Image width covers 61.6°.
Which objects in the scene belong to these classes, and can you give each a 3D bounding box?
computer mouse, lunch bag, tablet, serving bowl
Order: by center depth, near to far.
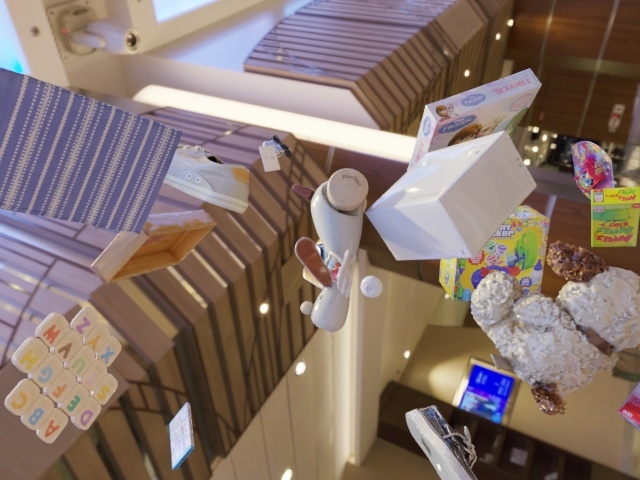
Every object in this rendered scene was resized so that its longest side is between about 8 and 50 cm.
[{"bbox_3d":[-0.162,-0.262,1.712,0.054,0.006,0.083,-13,-93,-30],"label":"tablet"},{"bbox_3d":[0.182,0.171,1.936,0.027,0.083,0.083,-35,-43,-63],"label":"serving bowl"},{"bbox_3d":[-0.171,-0.333,1.958,0.042,0.106,0.193,-46,-1,22],"label":"computer mouse"},{"bbox_3d":[0.031,0.081,2.061,0.096,0.151,0.128,-7,-78,-52],"label":"lunch bag"}]

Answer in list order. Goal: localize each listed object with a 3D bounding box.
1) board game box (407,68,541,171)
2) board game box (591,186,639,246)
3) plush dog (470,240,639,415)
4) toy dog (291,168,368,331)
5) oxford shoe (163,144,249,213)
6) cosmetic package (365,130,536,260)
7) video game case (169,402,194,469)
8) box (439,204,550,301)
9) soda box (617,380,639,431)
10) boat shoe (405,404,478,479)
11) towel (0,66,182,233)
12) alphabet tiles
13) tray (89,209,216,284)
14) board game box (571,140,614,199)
[{"bbox_3d":[0.425,-0.314,1.536,0.319,0.065,0.318,-22,-22,-9],"label":"board game box"},{"bbox_3d":[0.654,-0.048,1.196,0.181,0.092,0.043,52,-137,-50],"label":"board game box"},{"bbox_3d":[0.398,0.131,0.826,0.225,0.262,0.210,-50,11,22],"label":"plush dog"},{"bbox_3d":[0.000,0.000,1.098,0.220,0.161,0.333,92,-171,-55],"label":"toy dog"},{"bbox_3d":[-0.362,-0.197,1.443,0.169,0.450,0.130,16,-85,-63],"label":"oxford shoe"},{"bbox_3d":[0.251,-0.081,1.060,0.225,0.224,0.138,-45,-72,-25],"label":"cosmetic package"},{"bbox_3d":[-0.441,0.618,1.701,0.015,0.166,0.119,24,-64,-33],"label":"video game case"},{"bbox_3d":[0.565,0.038,1.779,0.177,0.290,0.279,-100,9,-71],"label":"box"},{"bbox_3d":[0.558,0.298,0.783,0.263,0.092,0.083,39,-94,-21],"label":"soda box"},{"bbox_3d":[0.314,0.501,1.284,0.306,0.105,0.113,-140,34,-71],"label":"boat shoe"},{"bbox_3d":[-0.451,-0.148,0.989,0.336,0.040,0.243,14,-70,-41],"label":"towel"},{"bbox_3d":[-0.580,0.307,1.247,0.278,0.021,0.284,-61,-36,-41],"label":"alphabet tiles"},{"bbox_3d":[-0.488,0.006,1.625,0.203,0.076,0.411,-44,-6,13],"label":"tray"},{"bbox_3d":[0.644,-0.156,1.296,0.033,0.133,0.168,-25,-62,-6],"label":"board game box"}]
